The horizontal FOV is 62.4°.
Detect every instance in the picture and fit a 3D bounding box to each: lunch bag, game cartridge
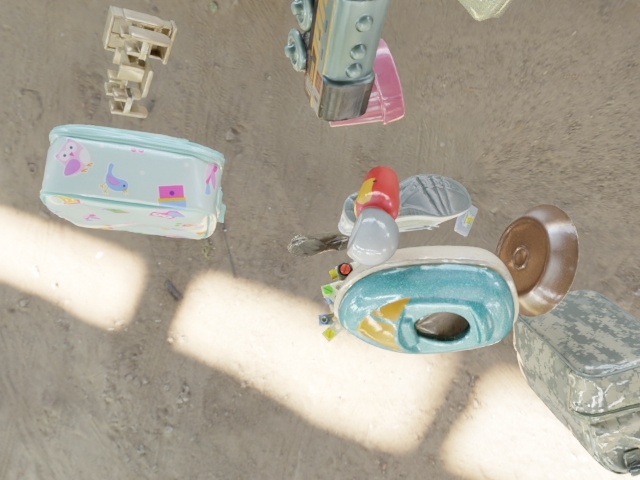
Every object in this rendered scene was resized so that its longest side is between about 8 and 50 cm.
[{"bbox_3d":[0.533,0.274,1.056,0.212,0.305,0.256,-11,110,-4],"label":"lunch bag"},{"bbox_3d":[0.389,-0.057,1.416,0.017,0.056,0.083,22,90,53],"label":"game cartridge"},{"bbox_3d":[-0.241,-0.070,0.735,0.224,0.279,0.108,5,84,-13],"label":"lunch bag"}]

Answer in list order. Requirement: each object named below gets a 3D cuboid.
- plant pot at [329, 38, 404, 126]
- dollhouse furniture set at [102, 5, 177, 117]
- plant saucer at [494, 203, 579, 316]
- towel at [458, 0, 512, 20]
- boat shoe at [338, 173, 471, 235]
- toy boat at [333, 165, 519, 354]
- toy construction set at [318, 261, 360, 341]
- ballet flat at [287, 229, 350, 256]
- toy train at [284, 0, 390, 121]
[{"bbox_3d":[0.092,-0.369,1.305,0.180,0.201,0.201,-18,92,3],"label":"plant pot"},{"bbox_3d":[-0.426,-0.451,1.300,0.212,0.161,0.242,-55,47,37],"label":"dollhouse furniture set"},{"bbox_3d":[0.359,0.032,0.916,0.036,0.198,0.199,10,100,-17],"label":"plant saucer"},{"bbox_3d":[0.062,-0.322,0.256,0.312,0.324,0.056,45,66,4],"label":"towel"},{"bbox_3d":[0.198,-0.074,1.241,0.320,0.103,0.118,-13,70,-16],"label":"boat shoe"},{"bbox_3d":[0.116,0.058,0.719,0.267,0.148,0.318,-12,129,24],"label":"toy boat"},{"bbox_3d":[0.137,0.162,1.591,0.327,0.151,0.215,-13,79,-14],"label":"toy construction set"},{"bbox_3d":[0.000,0.000,1.611,0.058,0.250,0.084,61,137,27],"label":"ballet flat"},{"bbox_3d":[0.035,-0.363,0.892,0.142,0.334,0.190,-13,60,-18],"label":"toy train"}]
